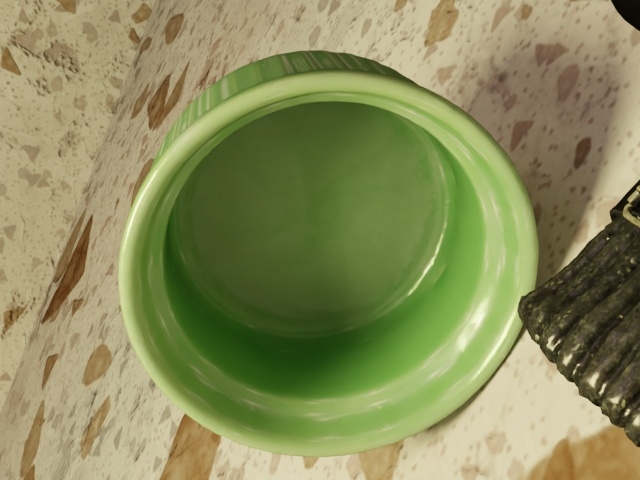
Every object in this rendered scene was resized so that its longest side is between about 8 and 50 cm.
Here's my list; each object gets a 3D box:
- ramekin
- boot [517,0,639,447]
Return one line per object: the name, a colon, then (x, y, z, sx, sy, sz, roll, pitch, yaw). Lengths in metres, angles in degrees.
ramekin: (0.000, 0.000, 0.825, 0.303, 0.303, 0.148, -58, 19, 16)
boot: (0.213, -0.043, 0.629, 0.260, 0.131, 0.348, -56, 27, 19)
